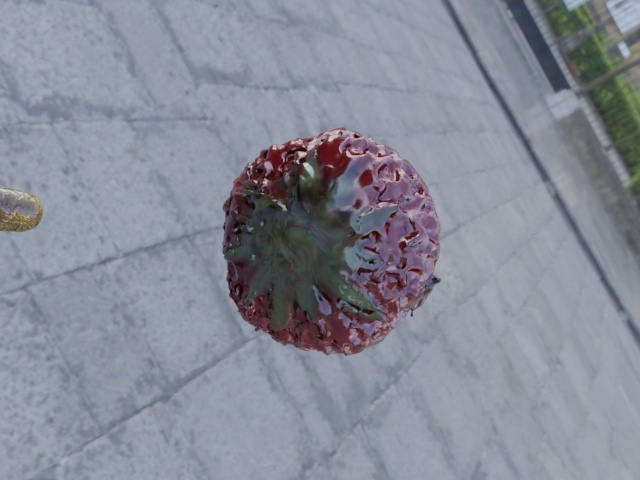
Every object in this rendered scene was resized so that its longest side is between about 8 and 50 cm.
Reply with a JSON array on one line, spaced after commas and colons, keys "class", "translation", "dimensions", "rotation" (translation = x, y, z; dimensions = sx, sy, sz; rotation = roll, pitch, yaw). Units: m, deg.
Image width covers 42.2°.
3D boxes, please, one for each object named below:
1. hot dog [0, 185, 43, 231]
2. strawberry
[{"class": "hot dog", "translation": [-0.451, -0.045, 1.040], "dimensions": [0.215, 0.066, 0.047], "rotation": [17, 22, -45]}, {"class": "strawberry", "translation": [0.000, 0.000, 0.498], "dimensions": [0.145, 0.145, 0.086], "rotation": [64, 25, 5]}]
